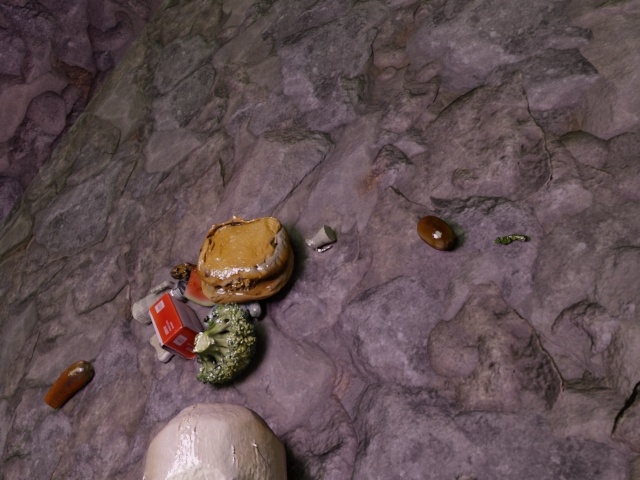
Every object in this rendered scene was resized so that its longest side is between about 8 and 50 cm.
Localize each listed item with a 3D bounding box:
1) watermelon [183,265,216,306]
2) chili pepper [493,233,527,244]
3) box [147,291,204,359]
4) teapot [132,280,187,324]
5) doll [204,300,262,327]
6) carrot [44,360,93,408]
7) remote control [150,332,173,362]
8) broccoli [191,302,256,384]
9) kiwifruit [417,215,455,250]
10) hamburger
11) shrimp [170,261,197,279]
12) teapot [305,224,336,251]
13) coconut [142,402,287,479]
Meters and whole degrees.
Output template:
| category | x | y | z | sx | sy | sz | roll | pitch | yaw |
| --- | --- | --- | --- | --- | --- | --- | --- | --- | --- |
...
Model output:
| category | x | y | z | sx | sy | sz | roll | pitch | yaw |
| --- | --- | --- | --- | --- | --- | --- | --- | --- | --- |
| watermelon | -0.347 | 0.116 | 2.156 | 0.193 | 0.137 | 0.145 | -3 | 28 | 32 |
| chili pepper | 0.472 | -0.004 | 1.660 | 0.083 | 0.022 | 0.027 | -7 | 55 | 29 |
| box | -0.447 | 0.271 | 2.090 | 0.099 | 0.133 | 0.182 | -44 | 46 | 6 |
| teapot | -0.540 | 0.196 | 2.232 | 0.200 | 0.107 | 0.077 | -29 | 42 | 18 |
| doll | -0.268 | 0.218 | 2.033 | 0.214 | 0.071 | 0.103 | -19 | 51 | 26 |
| carrot | -0.867 | 0.491 | 2.293 | 0.193 | 0.087 | 0.087 | -40 | 44 | 5 |
| remote control | -0.507 | 0.338 | 2.161 | 0.074 | 0.032 | 0.122 | -46 | 45 | 2 |
| broccoli | -0.284 | 0.303 | 1.916 | 0.226 | 0.176 | 0.198 | -31 | 50 | -5 |
| kiwifruit | 0.305 | -0.021 | 1.765 | 0.075 | 0.075 | 0.124 | -45 | 40 | 3 |
| hamburger | -0.223 | 0.055 | 2.021 | 0.318 | 0.158 | 0.319 | -9 | 44 | 9 |
| shrimp | -0.435 | 0.095 | 2.182 | 0.115 | 0.217 | 0.051 | -21 | 87 | -9 |
| teapot | 0.000 | 0.000 | 2.000 | 0.083 | 0.057 | 0.067 | -31 | 75 | 24 |
| coconut | -0.253 | 0.587 | 1.576 | 0.346 | 0.346 | 0.360 | -26 | 40 | 21 |
